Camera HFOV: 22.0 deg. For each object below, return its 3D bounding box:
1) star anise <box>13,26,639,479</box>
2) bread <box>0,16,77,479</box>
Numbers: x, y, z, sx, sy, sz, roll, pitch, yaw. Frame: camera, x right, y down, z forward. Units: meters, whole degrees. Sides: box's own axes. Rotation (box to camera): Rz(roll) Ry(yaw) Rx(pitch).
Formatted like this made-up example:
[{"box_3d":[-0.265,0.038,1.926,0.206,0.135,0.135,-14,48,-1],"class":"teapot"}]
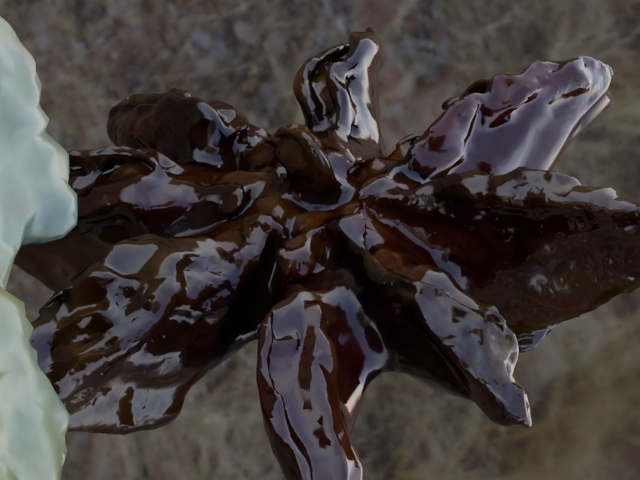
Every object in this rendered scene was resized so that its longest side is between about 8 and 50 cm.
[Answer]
[{"box_3d":[0.001,0.000,0.586,0.288,0.288,0.088,-63,155,-45],"class":"star anise"},{"box_3d":[-0.205,0.071,0.325,0.264,0.239,0.395,60,26,-22],"class":"bread"}]
